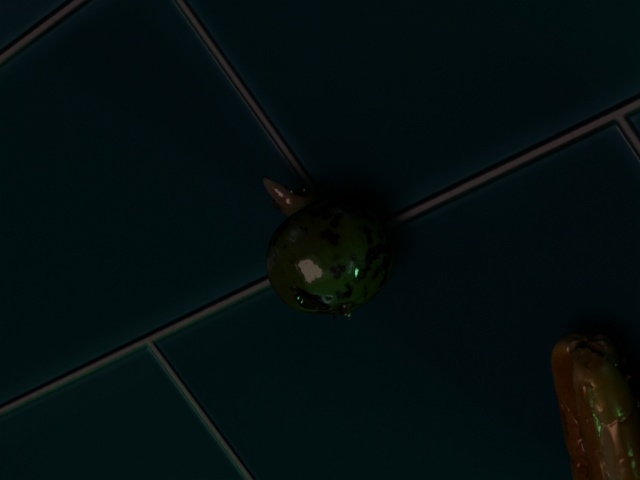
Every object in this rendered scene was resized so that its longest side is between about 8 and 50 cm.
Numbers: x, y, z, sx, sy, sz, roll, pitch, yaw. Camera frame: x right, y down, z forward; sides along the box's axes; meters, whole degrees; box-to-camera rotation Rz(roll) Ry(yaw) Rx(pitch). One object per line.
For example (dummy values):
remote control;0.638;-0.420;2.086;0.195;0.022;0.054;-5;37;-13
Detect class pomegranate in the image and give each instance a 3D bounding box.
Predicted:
pomegranate;0.000;0.000;1.645;0.161;0.122;0.122;58;141;25

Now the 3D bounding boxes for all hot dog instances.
hot dog;0.267;0.191;1.609;0.102;0.076;0.249;-138;29;-62
